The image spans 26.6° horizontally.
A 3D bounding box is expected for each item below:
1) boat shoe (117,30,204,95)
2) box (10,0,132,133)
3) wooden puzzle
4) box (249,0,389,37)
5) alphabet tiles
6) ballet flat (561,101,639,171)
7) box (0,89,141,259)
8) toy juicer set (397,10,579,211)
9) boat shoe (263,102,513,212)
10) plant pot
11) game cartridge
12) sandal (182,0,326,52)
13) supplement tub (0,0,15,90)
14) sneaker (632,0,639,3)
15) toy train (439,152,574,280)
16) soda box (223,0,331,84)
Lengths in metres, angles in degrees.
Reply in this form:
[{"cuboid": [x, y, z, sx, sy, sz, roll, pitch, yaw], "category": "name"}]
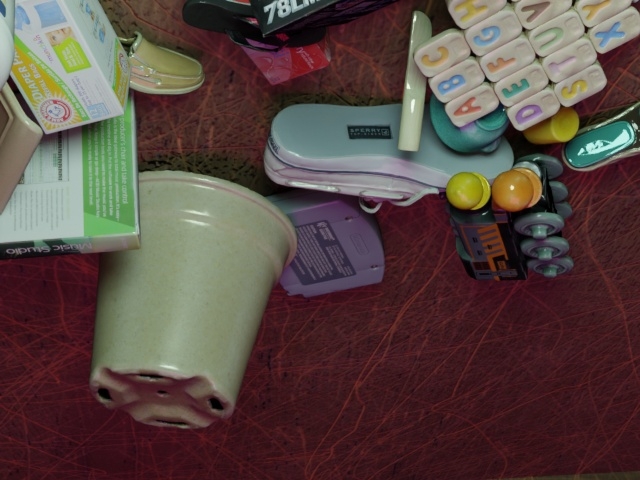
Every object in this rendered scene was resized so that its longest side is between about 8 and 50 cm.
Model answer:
[{"cuboid": [-0.241, -0.240, 1.779, 0.190, 0.068, 0.072, 5, 137, -17], "category": "boat shoe"}, {"cuboid": [-0.324, -0.245, 1.661, 0.114, 0.103, 0.203, -13, 134, 12], "category": "box"}, {"cuboid": [-0.445, -0.175, 1.725, 0.044, 0.238, 0.221, -26, 166, -39], "category": "wooden puzzle"}, {"cuboid": [0.099, -0.323, 1.532, 0.293, 0.073, 0.295, -22, -177, 24], "category": "box"}, {"cuboid": [0.268, -0.252, 1.728, 0.278, 0.021, 0.284, -26, 141, 12], "category": "alphabet tiles"}, {"cuboid": [0.483, -0.166, 2.031, 0.248, 0.086, 0.086, -16, 149, 20], "category": "ballet flat"}, {"cuboid": [-0.407, -0.089, 1.839, 0.322, 0.232, 0.058, -5, 156, -1], "category": "box"}, {"cuboid": [0.198, -0.155, 1.883, 0.329, 0.209, 0.089, 26, 176, -31], "category": "toy juicer set"}, {"cuboid": [0.092, -0.106, 1.987, 0.367, 0.136, 0.156, 0, 151, -16], "category": "boat shoe"}, {"cuboid": [-0.218, 0.110, 2.083, 0.334, 0.305, 0.334, 6, 150, 3], "category": "plant pot"}, {"cuboid": [0.000, 0.000, 2.248, 0.198, 0.062, 0.297, -15, 149, 8], "category": "game cartridge"}, {"cuboid": [-0.080, -0.253, 1.633, 0.179, 0.040, 0.067, 6, 147, -21], "category": "sandal"}, {"cuboid": [-0.425, -0.301, 1.381, 0.228, 0.316, 0.228, -4, 150, -3], "category": "supplement tub"}, {"cuboid": [0.378, -0.361, 1.694, 0.075, 0.057, 0.161, 10, 154, 8], "category": "sneaker"}, {"cuboid": [0.299, -0.031, 2.151, 0.190, 0.142, 0.334, -4, 157, 14], "category": "toy train"}, {"cuboid": [-0.078, -0.303, 1.674, 0.092, 0.083, 0.263, -17, 148, 18], "category": "soda box"}]
